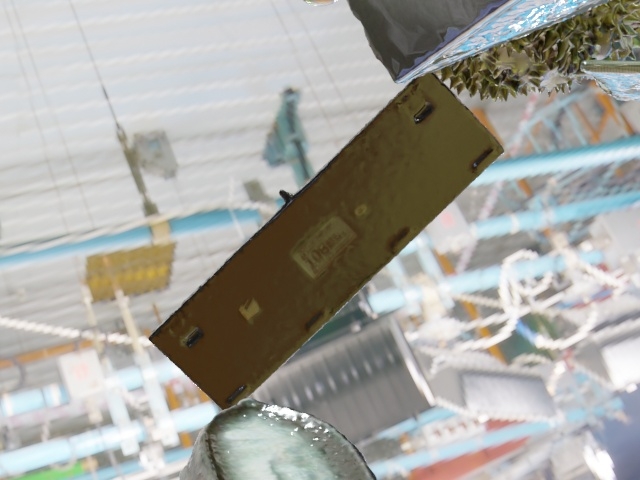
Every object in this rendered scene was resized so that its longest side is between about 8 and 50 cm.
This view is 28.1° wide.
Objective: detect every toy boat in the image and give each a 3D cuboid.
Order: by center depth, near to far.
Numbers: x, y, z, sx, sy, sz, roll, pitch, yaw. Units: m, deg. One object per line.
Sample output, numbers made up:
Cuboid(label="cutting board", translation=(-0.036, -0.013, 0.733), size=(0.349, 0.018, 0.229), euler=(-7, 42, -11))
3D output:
Cuboid(label="toy boat", translation=(-0.008, 0.084, 0.314), size=(0.060, 0.137, 0.061), euler=(-3, -77, -18))

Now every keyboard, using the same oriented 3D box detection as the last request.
Cuboid(label="keyboard", translation=(0.000, 0.000, 1.032), size=(0.317, 0.106, 0.027), euler=(-43, 6, 8))

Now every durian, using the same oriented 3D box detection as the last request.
Cuboid(label="durian", translation=(0.242, -0.286, 1.448), size=(0.291, 0.225, 0.291), euler=(-2, -20, -1))

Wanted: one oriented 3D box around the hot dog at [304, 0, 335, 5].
Cuboid(label="hot dog", translation=(0.026, -0.322, 1.188), size=(0.047, 0.066, 0.216), euler=(13, -70, -1))

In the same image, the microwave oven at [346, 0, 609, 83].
Cuboid(label="microwave oven", translation=(0.190, -0.307, 0.651), size=(0.432, 0.374, 0.236), euler=(-24, -3, -31))

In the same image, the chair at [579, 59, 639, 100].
Cuboid(label="chair", translation=(0.407, -0.102, 1.128), size=(0.319, 0.186, 0.160), euler=(-11, -6, 23))
